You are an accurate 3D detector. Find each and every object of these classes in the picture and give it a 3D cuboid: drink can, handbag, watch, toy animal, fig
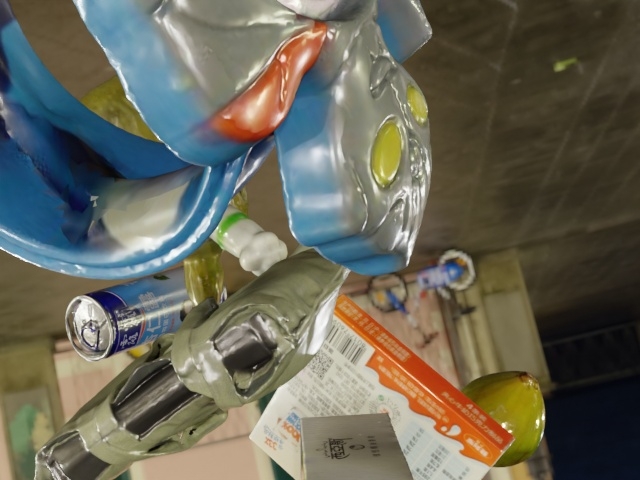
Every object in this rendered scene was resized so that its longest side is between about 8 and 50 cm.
[{"bbox_3d":[-0.243,0.097,1.505,0.097,0.097,0.235,-22,176,39],"label":"drink can"},{"bbox_3d":[-0.105,0.120,0.989,0.315,0.109,0.253,-35,-179,15],"label":"handbag"},{"bbox_3d":[-0.092,-0.091,0.580,0.274,0.305,0.241,-19,-158,34],"label":"watch"},{"bbox_3d":[-0.166,-0.061,1.327,0.180,0.363,0.181,-33,155,-45],"label":"toy animal"},{"bbox_3d":[0.260,0.261,1.546,0.136,0.153,0.121,29,151,-2],"label":"fig"}]

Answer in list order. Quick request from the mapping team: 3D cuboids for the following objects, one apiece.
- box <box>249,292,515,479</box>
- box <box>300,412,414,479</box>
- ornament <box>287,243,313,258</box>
[{"bbox_3d":[0.065,0.245,1.313,0.048,0.273,0.265,-32,157,-53],"label":"box"},{"bbox_3d":[0.036,0.300,1.057,0.111,0.195,0.260,-3,-175,-4],"label":"box"},{"bbox_3d":[0.000,0.000,1.430,0.156,0.075,0.081,-54,-167,-18],"label":"ornament"}]
